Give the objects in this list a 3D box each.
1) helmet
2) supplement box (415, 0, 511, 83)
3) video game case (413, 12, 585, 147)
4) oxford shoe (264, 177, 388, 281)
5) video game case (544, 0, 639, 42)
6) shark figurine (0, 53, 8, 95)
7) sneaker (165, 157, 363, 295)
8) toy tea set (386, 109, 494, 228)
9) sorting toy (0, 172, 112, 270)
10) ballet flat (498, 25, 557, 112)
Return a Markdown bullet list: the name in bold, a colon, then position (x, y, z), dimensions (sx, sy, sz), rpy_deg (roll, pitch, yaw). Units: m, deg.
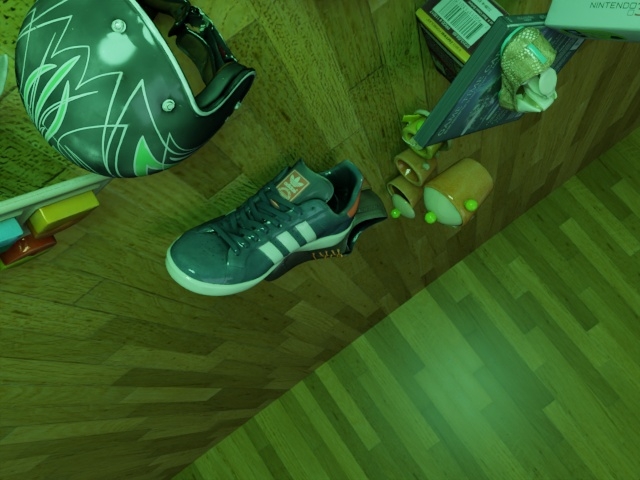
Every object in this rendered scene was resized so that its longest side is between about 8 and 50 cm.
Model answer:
- **helmet**: position (-0.149, -0.128, 0.486), dimensions (0.161, 0.169, 0.169), rpy_deg (-42, 171, -48)
- **supplement box**: position (0.209, -0.269, 0.876), dimensions (0.081, 0.104, 0.188), rpy_deg (-41, 162, 9)
- **video game case**: position (0.263, -0.227, 0.873), dimensions (0.274, 0.026, 0.196), rpy_deg (-20, 154, -42)
- **oxford shoe**: position (0.000, 0.000, 1.160), dimensions (0.271, 0.098, 0.097), rpy_deg (-39, 162, 6)
- **video game case**: position (0.381, -0.343, 0.648), dimensions (0.061, 0.244, 0.269), rpy_deg (9, 105, -29)
- **shark figurine**: position (-0.314, -0.009, 0.413), dimensions (0.278, 0.116, 0.166), rpy_deg (-36, 135, -25)
- **sneaker**: position (-0.069, -0.040, 0.926), dimensions (0.350, 0.131, 0.148), rpy_deg (-27, 153, -43)
- **toy tea set**: position (0.186, -0.084, 1.147), dimensions (0.124, 0.200, 0.336), rpy_deg (-42, 168, -10)
- **sorting toy**: position (-0.293, 0.002, 0.580), dimensions (0.193, 0.038, 0.208), rpy_deg (-28, -173, 42)
- **ballet flat**: position (0.266, -0.197, 0.800), dimensions (0.073, 0.067, 0.206), rpy_deg (-44, 161, 10)
